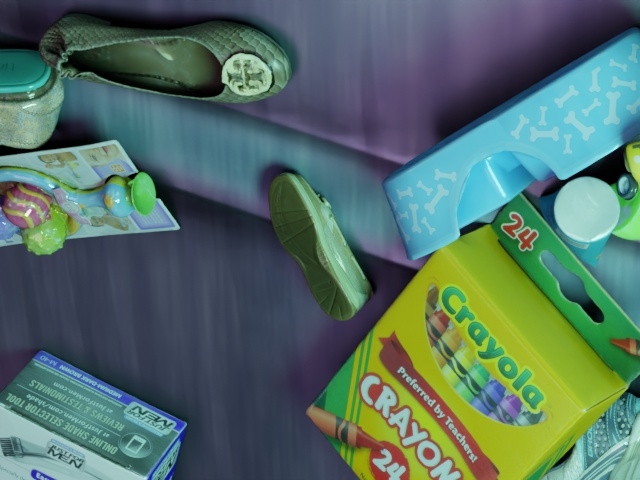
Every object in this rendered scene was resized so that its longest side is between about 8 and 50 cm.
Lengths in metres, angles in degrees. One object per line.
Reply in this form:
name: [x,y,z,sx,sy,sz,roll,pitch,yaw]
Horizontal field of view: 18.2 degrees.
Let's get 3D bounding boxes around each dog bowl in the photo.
dog bowl: [0.173,-0.083,1.671,0.297,0.166,0.074,-31,93,37]

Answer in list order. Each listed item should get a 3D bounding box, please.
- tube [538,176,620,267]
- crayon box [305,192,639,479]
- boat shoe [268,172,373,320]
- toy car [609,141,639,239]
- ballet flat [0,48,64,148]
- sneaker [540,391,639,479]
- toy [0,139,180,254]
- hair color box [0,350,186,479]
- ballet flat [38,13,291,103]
tube: [0.215,-0.015,1.677,0.052,0.207,0.080,-32,85,-1]
crayon box: [0.140,0.131,1.832,0.202,0.081,0.318,49,130,17]
boat shoe: [0.002,0.000,1.880,0.056,0.048,0.153,-18,105,46]
toy car: [0.302,-0.036,1.650,0.225,0.239,0.053,-18,72,58]
ballet flat: [-0.403,-0.130,1.912,0.316,0.107,0.106,7,137,4]
sneaker: [0.256,0.252,1.895,0.122,0.110,0.283,30,123,21]
toy: [-0.273,-0.027,1.953,0.237,0.056,0.137,-8,139,24]
hair color box: [-0.276,0.303,2.162,0.185,0.110,0.339,26,130,10]
ballet flat: [-0.148,-0.163,1.829,0.250,0.058,0.084,10,125,19]
